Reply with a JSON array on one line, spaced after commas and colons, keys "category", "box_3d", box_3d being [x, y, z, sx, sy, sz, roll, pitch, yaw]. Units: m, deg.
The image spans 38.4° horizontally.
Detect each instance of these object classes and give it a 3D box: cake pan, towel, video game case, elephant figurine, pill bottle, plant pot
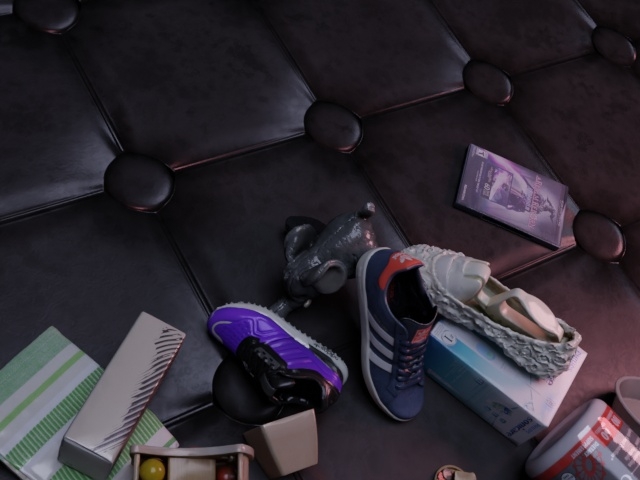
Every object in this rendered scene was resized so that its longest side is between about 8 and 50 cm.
[{"category": "cake pan", "box_3d": [0.731, 0.393, 1.903, 0.293, 0.054, 0.293, 22, 22, -9]}, {"category": "towel", "box_3d": [-0.436, 0.330, 1.595, 0.324, 0.038, 0.248, 38, 53, 8]}, {"category": "video game case", "box_3d": [0.462, -0.106, 2.212, 0.274, 0.026, 0.196, 22, 54, -5]}, {"category": "elephant figurine", "box_3d": [-0.004, 0.051, 1.803, 0.239, 0.169, 0.186, -24, 101, -26]}, {"category": "pill bottle", "box_3d": [0.590, 0.501, 1.762, 0.363, 0.210, 0.210, 45, 55, 11]}, {"category": "plant pot", "box_3d": [-0.063, 0.374, 1.668, 0.109, 0.109, 0.096, -13, 77, -27]}]

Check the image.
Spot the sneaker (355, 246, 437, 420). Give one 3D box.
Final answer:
[{"category": "sneaker", "box_3d": [0.162, 0.188, 1.749, 0.131, 0.148, 0.350, -21, 105, -34]}]

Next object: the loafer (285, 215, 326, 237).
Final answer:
[{"category": "loafer", "box_3d": [0.000, 0.000, 1.947, 0.170, 0.061, 0.062, 22, 37, -5]}]

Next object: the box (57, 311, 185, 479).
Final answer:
[{"category": "box", "box_3d": [-0.340, 0.266, 1.583, 0.094, 0.113, 0.275, 28, 53, -2]}]

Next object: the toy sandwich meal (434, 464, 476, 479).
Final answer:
[{"category": "toy sandwich meal", "box_3d": [0.261, 0.469, 1.770, 0.085, 0.029, 0.086, 10, 57, -15]}]

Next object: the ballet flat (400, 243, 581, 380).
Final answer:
[{"category": "ballet flat", "box_3d": [0.336, 0.113, 1.804, 0.408, 0.147, 0.147, 33, 54, 3]}]

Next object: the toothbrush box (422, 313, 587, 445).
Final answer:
[{"category": "toothbrush box", "box_3d": [0.365, 0.240, 1.896, 0.295, 0.126, 0.216, 39, 54, 5]}]

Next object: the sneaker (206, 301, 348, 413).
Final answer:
[{"category": "sneaker", "box_3d": [-0.090, 0.228, 1.723, 0.293, 0.102, 0.146, 28, 36, -2]}]

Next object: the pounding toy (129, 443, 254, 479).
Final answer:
[{"category": "pounding toy", "box_3d": [-0.193, 0.426, 1.527, 0.269, 0.154, 0.155, 11, 61, -25]}]
